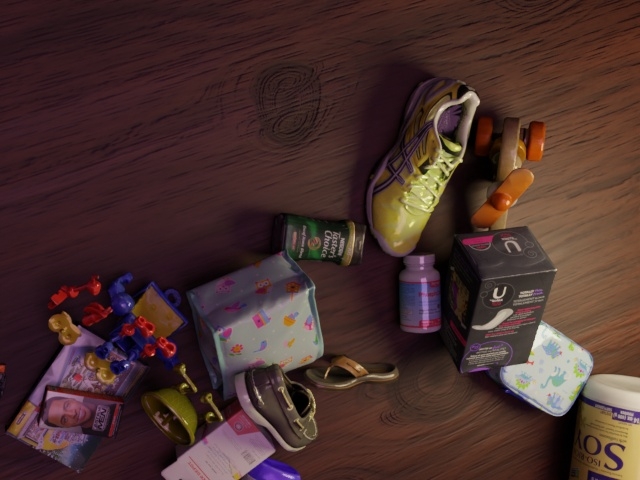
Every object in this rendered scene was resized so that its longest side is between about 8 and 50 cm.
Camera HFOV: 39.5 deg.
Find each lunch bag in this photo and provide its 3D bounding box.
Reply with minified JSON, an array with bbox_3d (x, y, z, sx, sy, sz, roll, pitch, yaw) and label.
[{"bbox_3d":[-0.119,0.178,1.701,0.223,0.160,0.262,-24,137,-17],"label":"lunch bag"},{"bbox_3d":[0.481,0.278,1.973,0.219,0.090,0.176,32,83,-20],"label":"lunch bag"}]

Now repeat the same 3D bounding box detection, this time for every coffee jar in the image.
[{"bbox_3d":[0.000,0.000,1.772,0.184,0.079,0.096,5,94,-21],"label":"coffee jar"}]

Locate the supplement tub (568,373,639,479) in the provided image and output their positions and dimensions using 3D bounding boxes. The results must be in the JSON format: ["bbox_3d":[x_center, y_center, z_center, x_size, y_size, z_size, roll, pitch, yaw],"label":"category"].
[{"bbox_3d":[0.685,0.484,1.989,0.241,0.241,0.331,5,93,-21],"label":"supplement tub"}]

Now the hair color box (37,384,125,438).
[{"bbox_3d":[-0.433,0.311,1.611,0.141,0.043,0.072,13,92,-21],"label":"hair color box"}]

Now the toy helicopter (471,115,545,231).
[{"bbox_3d":[0.377,-0.077,1.843,0.140,0.235,0.355,7,112,7],"label":"toy helicopter"}]

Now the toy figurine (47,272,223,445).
[{"bbox_3d":[-0.287,0.166,1.619,0.362,0.191,0.217,48,37,-8],"label":"toy figurine"}]

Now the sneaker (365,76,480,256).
[{"bbox_3d":[0.204,-0.151,1.797,0.145,0.147,0.385,17,90,-23],"label":"sneaker"}]

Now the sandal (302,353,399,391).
[{"bbox_3d":[0.064,0.262,1.814,0.219,0.090,0.060,-1,106,-23],"label":"sandal"}]

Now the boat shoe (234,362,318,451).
[{"bbox_3d":[-0.060,0.320,1.698,0.091,0.109,0.305,-24,145,9],"label":"boat shoe"}]

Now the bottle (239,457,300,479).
[{"bbox_3d":[-0.141,0.575,1.769,0.118,0.092,0.283,26,86,-22],"label":"bottle"}]

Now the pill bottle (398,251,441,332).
[{"bbox_3d":[0.207,0.107,1.855,0.087,0.087,0.160,-5,97,-20],"label":"pill bottle"}]

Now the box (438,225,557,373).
[{"bbox_3d":[0.349,0.121,1.808,0.165,0.143,0.270,-7,132,-14],"label":"box"}]

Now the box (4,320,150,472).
[{"bbox_3d":[-0.449,0.290,1.651,0.159,0.044,0.233,36,83,-20],"label":"box"}]

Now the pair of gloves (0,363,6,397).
[{"bbox_3d":[-0.611,0.256,1.606,0.083,0.010,0.074,5,92,-24],"label":"pair of gloves"}]

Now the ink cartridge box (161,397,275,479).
[{"bbox_3d":[-0.202,0.417,1.735,0.198,0.067,0.115,-36,106,-3],"label":"ink cartridge box"}]
